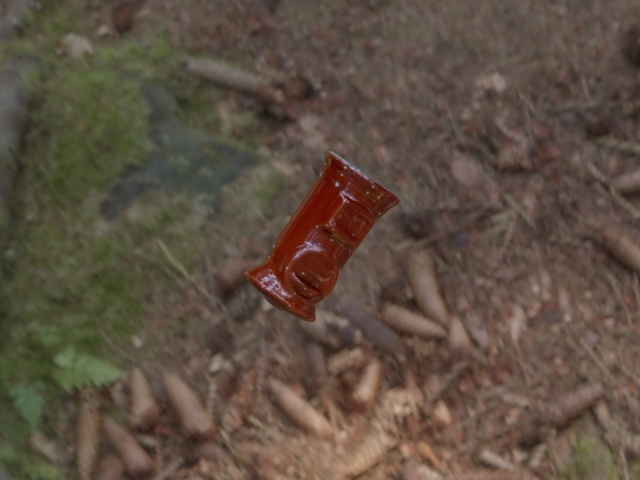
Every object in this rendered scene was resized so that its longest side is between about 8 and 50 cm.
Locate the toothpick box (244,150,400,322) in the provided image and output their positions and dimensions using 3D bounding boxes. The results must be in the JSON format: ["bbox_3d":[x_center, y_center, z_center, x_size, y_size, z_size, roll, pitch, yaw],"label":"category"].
[{"bbox_3d":[0.000,0.000,0.894,0.047,0.047,0.083,35,91,33],"label":"toothpick box"}]
